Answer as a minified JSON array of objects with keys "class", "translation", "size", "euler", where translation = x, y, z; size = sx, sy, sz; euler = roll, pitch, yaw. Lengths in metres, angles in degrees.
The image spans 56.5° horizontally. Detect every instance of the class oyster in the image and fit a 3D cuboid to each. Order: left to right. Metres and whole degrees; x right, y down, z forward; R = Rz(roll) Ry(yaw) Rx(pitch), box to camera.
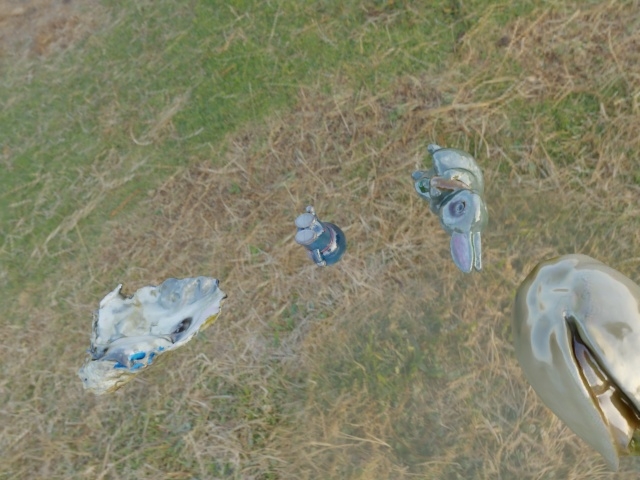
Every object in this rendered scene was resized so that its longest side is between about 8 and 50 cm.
[{"class":"oyster","translation":[-0.261,0.138,0.958],"size":[0.223,0.083,0.214],"euler":[-8,36,4]}]

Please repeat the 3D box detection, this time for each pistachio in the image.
[{"class":"pistachio","translation":[0.264,0.113,0.564],"size":[0.144,0.144,0.215],"euler":[-29,100,4]}]

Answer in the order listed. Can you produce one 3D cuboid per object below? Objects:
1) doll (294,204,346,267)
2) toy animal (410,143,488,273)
[{"class":"doll","translation":[0.000,0.000,1.161],"size":[0.086,0.152,0.114],"euler":[-9,70,22]},{"class":"toy animal","translation":[0.256,-0.062,1.075],"size":[0.127,0.125,0.251],"euler":[-18,52,4]}]
